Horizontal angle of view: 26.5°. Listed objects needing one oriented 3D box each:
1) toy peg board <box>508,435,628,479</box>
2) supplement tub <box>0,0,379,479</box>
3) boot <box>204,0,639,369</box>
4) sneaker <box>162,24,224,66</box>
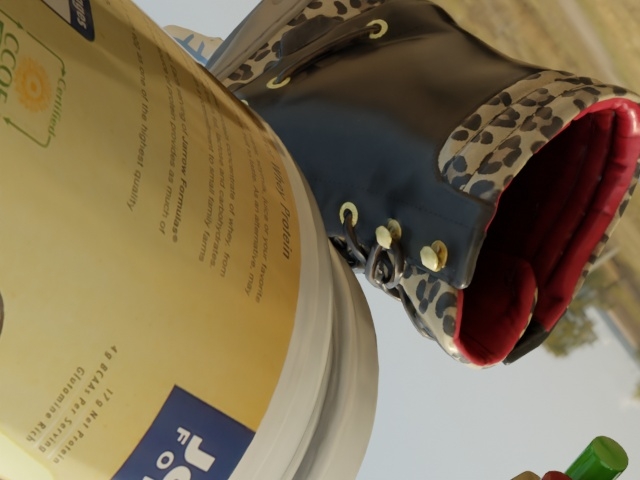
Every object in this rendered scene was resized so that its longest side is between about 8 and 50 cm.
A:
[{"bbox_3d":[0.117,0.171,0.600,0.160,0.079,0.161,-16,-124,-47],"label":"toy peg board"},{"bbox_3d":[-0.135,0.006,0.449,0.316,0.228,0.228,40,-165,-50],"label":"supplement tub"},{"bbox_3d":[0.000,0.000,0.847,0.284,0.377,0.138,30,165,44],"label":"boot"},{"bbox_3d":[-0.055,-0.132,1.142,0.237,0.086,0.085,35,174,39],"label":"sneaker"}]
